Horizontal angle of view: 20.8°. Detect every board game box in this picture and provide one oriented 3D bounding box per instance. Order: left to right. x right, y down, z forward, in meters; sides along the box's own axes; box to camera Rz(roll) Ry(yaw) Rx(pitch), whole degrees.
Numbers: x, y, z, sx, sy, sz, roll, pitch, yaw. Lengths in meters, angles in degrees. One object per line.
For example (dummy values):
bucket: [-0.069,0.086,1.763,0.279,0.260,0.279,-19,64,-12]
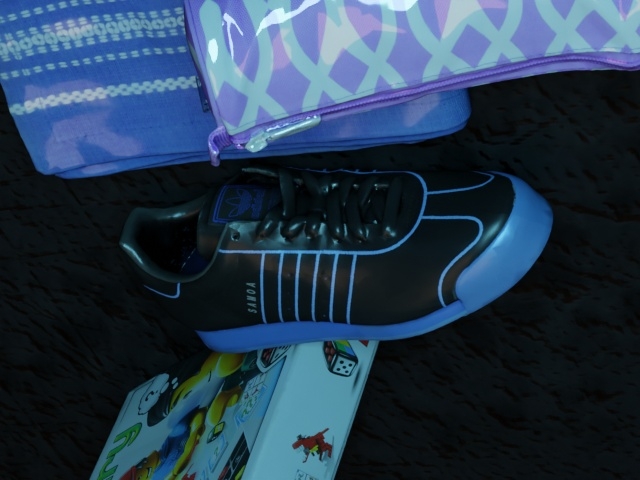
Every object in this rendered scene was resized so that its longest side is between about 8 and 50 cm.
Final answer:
board game box: [-0.081,0.174,0.935,0.053,0.305,0.193,41,133,-20]

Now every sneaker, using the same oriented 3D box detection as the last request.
sneaker: [0.000,0.000,0.889,0.232,0.081,0.090,-16,136,33]

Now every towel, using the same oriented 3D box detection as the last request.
towel: [-0.082,-0.161,0.774,0.243,0.040,0.336,-3,135,20]

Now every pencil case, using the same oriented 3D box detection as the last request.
pencil case: [0.040,-0.094,0.732,0.206,0.088,0.086,-13,160,6]
